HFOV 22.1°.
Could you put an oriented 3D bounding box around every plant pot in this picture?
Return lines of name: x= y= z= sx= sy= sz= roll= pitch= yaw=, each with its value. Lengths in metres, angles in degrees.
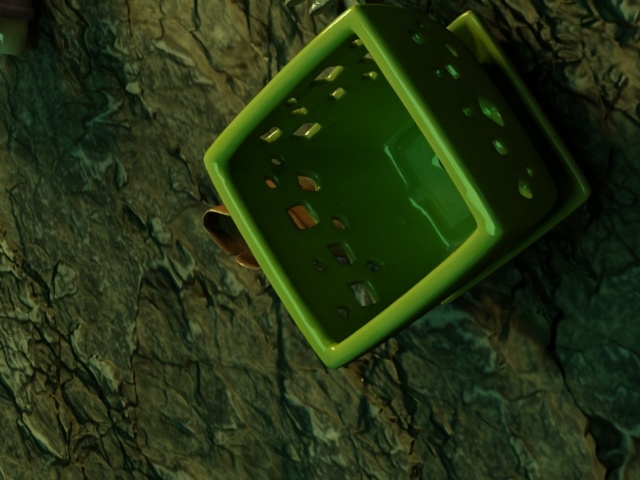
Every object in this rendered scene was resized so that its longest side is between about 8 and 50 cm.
plant pot: x=0.077 y=-0.056 z=1.388 sx=0.227 sy=0.207 sz=0.228 roll=-41 pitch=75 yaw=38

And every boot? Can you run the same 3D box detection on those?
boot: x=0.000 y=0.000 z=1.527 sx=0.197 sy=0.152 sz=0.073 roll=23 pitch=118 yaw=37

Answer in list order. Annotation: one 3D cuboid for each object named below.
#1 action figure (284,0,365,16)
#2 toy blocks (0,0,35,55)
action figure: x=-0.040 y=-0.321 z=1.495 sx=0.063 sy=0.137 sz=0.232 roll=-25 pitch=75 yaw=21
toy blocks: x=-0.464 y=-0.354 z=1.789 sx=0.288 sy=0.309 sz=0.260 roll=15 pitch=102 yaw=25
